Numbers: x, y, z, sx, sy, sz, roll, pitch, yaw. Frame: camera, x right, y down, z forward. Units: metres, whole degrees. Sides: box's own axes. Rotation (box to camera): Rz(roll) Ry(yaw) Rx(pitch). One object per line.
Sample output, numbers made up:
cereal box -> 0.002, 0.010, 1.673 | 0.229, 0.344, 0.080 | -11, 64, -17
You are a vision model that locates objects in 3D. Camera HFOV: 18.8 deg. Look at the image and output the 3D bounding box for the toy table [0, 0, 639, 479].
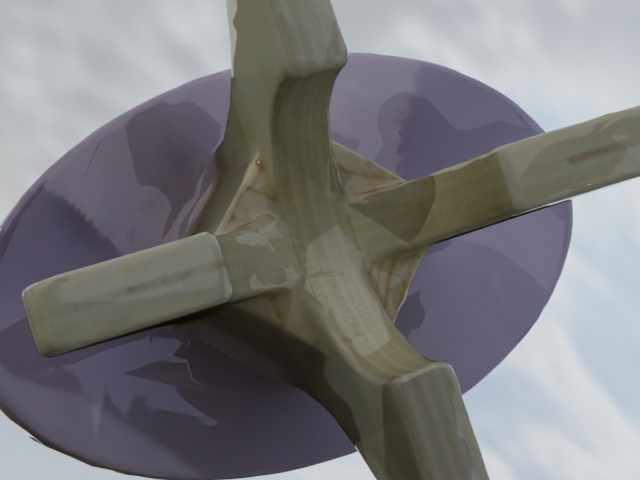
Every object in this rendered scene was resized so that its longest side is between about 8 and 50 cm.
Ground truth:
toy table -> 0.000, 0.000, 0.781 | 0.252, 0.274, 0.161 | 61, -18, -2
